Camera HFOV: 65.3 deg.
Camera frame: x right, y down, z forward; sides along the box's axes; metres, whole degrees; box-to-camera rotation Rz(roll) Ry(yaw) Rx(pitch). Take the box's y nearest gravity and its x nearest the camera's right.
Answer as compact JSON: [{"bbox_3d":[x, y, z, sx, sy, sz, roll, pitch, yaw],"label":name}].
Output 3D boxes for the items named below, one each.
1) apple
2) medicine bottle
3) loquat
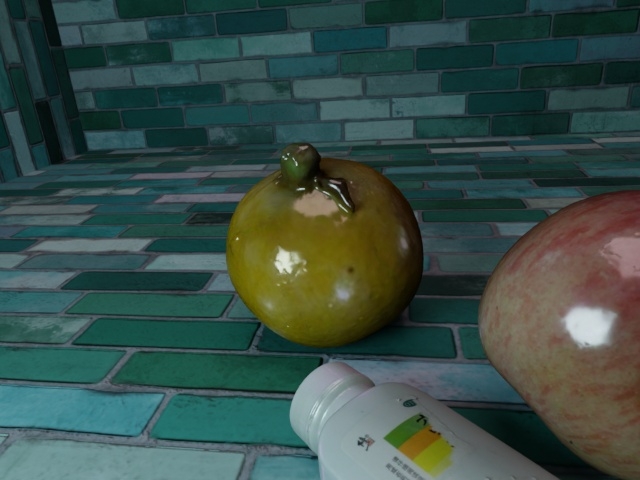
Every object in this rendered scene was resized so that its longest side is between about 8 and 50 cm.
[{"bbox_3d":[0.328,0.108,0.553,0.270,0.344,0.344,-25,16,19],"label":"apple"},{"bbox_3d":[0.094,0.236,0.513,0.161,0.111,0.296,-19,26,-32],"label":"medicine bottle"},{"bbox_3d":[0.000,0.000,0.809,0.329,0.359,0.328,-9,44,8],"label":"loquat"}]
